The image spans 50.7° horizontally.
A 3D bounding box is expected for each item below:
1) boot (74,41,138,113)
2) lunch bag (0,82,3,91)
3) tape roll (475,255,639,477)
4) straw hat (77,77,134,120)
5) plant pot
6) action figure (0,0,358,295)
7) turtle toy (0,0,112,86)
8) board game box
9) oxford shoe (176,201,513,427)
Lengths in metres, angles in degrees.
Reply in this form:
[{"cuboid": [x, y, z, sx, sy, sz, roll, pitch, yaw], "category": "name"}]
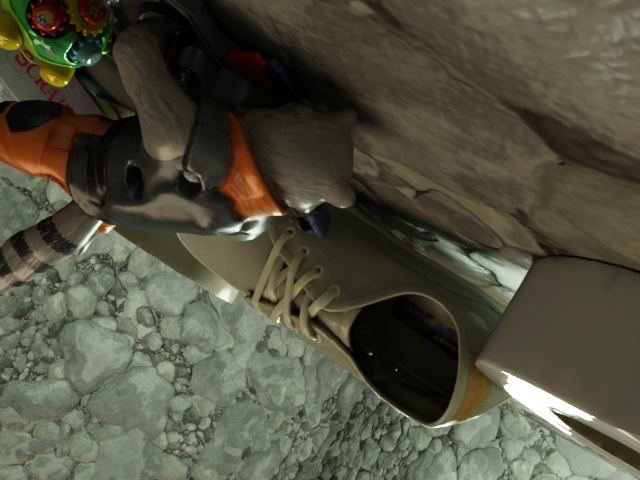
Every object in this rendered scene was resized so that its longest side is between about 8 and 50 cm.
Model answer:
[{"cuboid": [-0.162, -0.134, 0.705, 0.208, 0.076, 0.190, 16, 150, 46], "category": "boot"}, {"cuboid": [-0.851, -0.398, 1.416, 0.305, 0.213, 0.256, 29, 173, 27], "category": "lunch bag"}, {"cuboid": [0.265, 0.128, 0.511, 0.286, 0.100, 0.286, 32, 173, 4], "category": "tape roll"}, {"cuboid": [-0.267, -0.176, 0.909, 0.144, 0.061, 0.144, 52, 165, 21], "category": "straw hat"}, {"cuboid": [-0.238, -0.033, 1.305, 0.284, 0.191, 0.284, 33, 173, 4], "category": "plant pot"}, {"cuboid": [-0.114, -0.031, 0.537, 0.330, 0.179, 0.341, -9, 149, 27], "category": "action figure"}, {"cuboid": [-0.205, -0.184, 0.517, 0.066, 0.095, 0.130, 3, 159, 30], "category": "turtle toy"}, {"cuboid": [-0.332, -0.174, 0.823, 0.318, 0.066, 0.318, 56, 167, -17], "category": "board game box"}, {"cuboid": [-0.001, 0.043, 0.714, 0.449, 0.169, 0.130, 30, -152, 25], "category": "oxford shoe"}]
